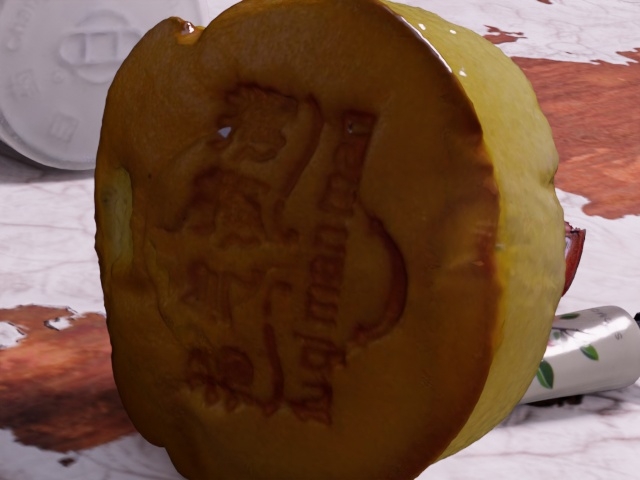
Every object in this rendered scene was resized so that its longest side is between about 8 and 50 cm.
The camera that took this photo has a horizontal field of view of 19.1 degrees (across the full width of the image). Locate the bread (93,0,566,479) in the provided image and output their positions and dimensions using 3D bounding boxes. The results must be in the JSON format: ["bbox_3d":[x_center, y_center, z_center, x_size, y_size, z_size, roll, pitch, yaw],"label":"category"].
[{"bbox_3d":[0.000,0.000,0.966,0.270,0.270,0.148,24,19,33],"label":"bread"}]

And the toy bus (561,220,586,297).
[{"bbox_3d":[0.097,-0.028,1.327,0.096,0.073,0.235,6,20,-26],"label":"toy bus"}]

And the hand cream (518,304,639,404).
[{"bbox_3d":[0.099,0.076,1.112,0.234,0.050,0.080,-9,31,-25],"label":"hand cream"}]

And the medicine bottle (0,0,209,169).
[{"bbox_3d":[-0.232,-0.193,1.437,0.190,0.190,0.332,-5,26,-30],"label":"medicine bottle"}]
